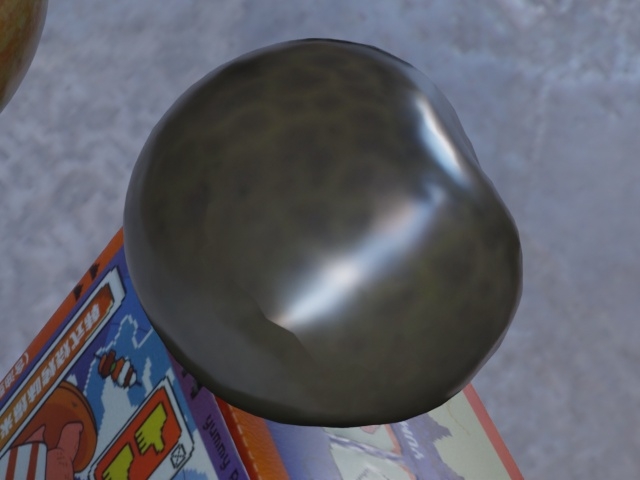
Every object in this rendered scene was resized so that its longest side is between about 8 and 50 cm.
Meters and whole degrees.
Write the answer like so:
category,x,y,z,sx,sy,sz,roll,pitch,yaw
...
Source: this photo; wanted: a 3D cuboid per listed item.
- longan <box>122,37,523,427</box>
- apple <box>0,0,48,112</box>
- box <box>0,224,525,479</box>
category,x,y,z,sx,sy,sz,roll,pitch,yaw
longan,0.000,0.000,0.989,0.198,0.198,0.212,-13,62,-39
apple,-0.222,-0.116,0.913,0.174,0.188,0.188,-41,93,-30
box,-0.069,0.225,1.176,0.257,0.349,0.318,21,29,-37
